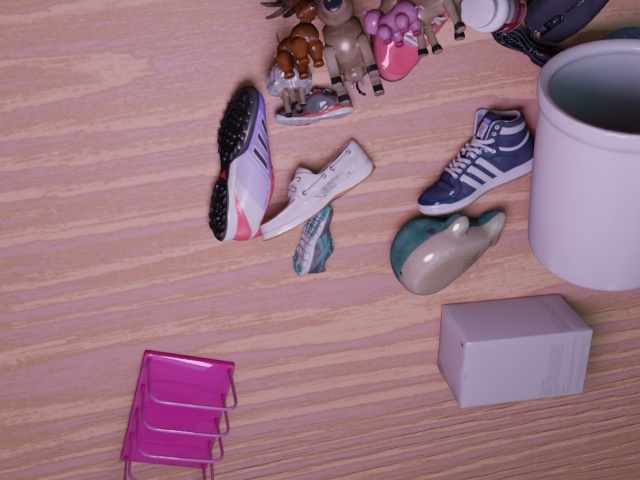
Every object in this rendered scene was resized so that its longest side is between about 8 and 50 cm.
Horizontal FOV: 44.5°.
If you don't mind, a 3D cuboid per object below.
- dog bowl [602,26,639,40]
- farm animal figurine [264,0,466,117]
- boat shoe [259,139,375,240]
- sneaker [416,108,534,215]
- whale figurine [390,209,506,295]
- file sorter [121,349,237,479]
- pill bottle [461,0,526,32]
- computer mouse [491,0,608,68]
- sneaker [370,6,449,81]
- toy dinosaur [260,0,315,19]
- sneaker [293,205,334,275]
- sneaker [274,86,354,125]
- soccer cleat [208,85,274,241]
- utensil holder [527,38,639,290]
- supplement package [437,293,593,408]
[{"bbox_3d":[0.675,-0.299,1.647,0.166,0.074,0.297,-27,117,1],"label":"dog bowl"},{"bbox_3d":[0.067,-0.370,1.380,0.331,0.327,0.172,-12,78,-10],"label":"farm animal figurine"},{"bbox_3d":[-0.022,-0.104,1.578,0.277,0.098,0.096,-37,100,-14],"label":"boat shoe"},{"bbox_3d":[0.311,-0.170,1.615,0.282,0.099,0.153,-26,121,-7],"label":"sneaker"},{"bbox_3d":[0.268,0.002,1.680,0.272,0.141,0.216,-27,149,-21],"label":"whale figurine"},{"bbox_3d":[-0.311,0.422,1.710,0.202,0.182,0.290,11,111,-16],"label":"file sorter"},{"bbox_3d":[0.320,-0.431,1.458,0.086,0.152,0.086,10,109,32],"label":"pill bottle"},{"bbox_3d":[0.481,-0.449,1.503,0.189,0.072,0.272,26,123,-17],"label":"computer mouse"},{"bbox_3d":[0.193,-0.438,1.453,0.116,0.136,0.313,24,107,-19],"label":"sneaker"},{"bbox_3d":[-0.121,-0.477,1.387,0.296,0.127,0.200,-7,122,-2],"label":"toy dinosaur"},{"bbox_3d":[0.000,0.000,1.661,0.076,0.065,0.166,7,116,-32],"label":"sneaker"},{"bbox_3d":[-0.015,-0.267,1.543,0.158,0.061,0.064,-11,88,-7],"label":"sneaker"},{"bbox_3d":[-0.139,-0.148,1.547,0.117,0.109,0.318,-2,114,-32],"label":"soccer cleat"},{"bbox_3d":[0.574,-0.140,1.516,0.328,0.327,0.385,-13,133,-5],"label":"utensil holder"},{"bbox_3d":[0.435,0.247,1.784,0.293,0.175,0.177,-4,116,-10],"label":"supplement package"}]
